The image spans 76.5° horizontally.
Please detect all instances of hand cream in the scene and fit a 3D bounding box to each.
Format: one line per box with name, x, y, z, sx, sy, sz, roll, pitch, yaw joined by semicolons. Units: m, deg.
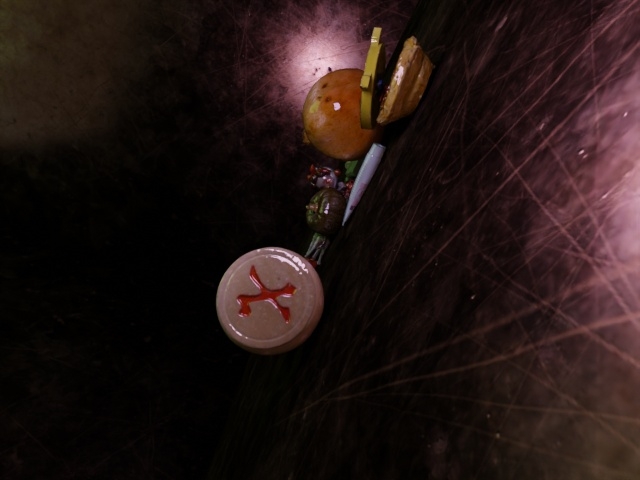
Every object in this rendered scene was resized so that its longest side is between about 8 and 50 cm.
hand cream;0.149;-0.211;1.540;0.085;0.058;0.330;-83;18;-66

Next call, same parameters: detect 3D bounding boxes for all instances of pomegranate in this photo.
pomegranate;0.085;-0.503;1.692;0.410;0.411;0.409;-155;90;-84

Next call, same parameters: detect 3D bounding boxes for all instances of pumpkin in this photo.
pumpkin;0.013;-0.133;1.786;0.219;0.163;0.218;-46;34;45

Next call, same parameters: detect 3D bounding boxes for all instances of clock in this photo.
clock;0.189;-0.515;1.360;0.293;0.071;0.276;56;-135;-75

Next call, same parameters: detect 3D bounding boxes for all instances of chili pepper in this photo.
chili pepper;-0.066;0.166;1.957;0.088;0.065;0.168;29;103;59

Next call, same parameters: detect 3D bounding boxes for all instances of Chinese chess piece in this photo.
Chinese chess piece;-0.156;0.188;1.278;0.140;0.339;0.337;69;-137;-71

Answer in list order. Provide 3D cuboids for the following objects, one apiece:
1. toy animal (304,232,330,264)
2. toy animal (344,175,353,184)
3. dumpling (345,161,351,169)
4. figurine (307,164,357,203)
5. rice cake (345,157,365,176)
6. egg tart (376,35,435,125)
toy animal;-0.008;0.013;1.915;0.169;0.090;0.255;-59;10;23
toy animal;0.131;-0.270;2.071;0.075;0.041;0.216;-143;73;-82
dumpling;0.169;-0.430;2.292;0.052;0.076;0.057;81;-150;-55
figurine;0.048;-0.273;1.887;0.160;0.226;0.183;-67;6;-26
rice cake;0.196;-0.418;2.004;0.226;0.040;0.085;-64;24;1
egg tart;0.273;-0.492;1.296;0.290;0.116;0.289;22;-90;-87
